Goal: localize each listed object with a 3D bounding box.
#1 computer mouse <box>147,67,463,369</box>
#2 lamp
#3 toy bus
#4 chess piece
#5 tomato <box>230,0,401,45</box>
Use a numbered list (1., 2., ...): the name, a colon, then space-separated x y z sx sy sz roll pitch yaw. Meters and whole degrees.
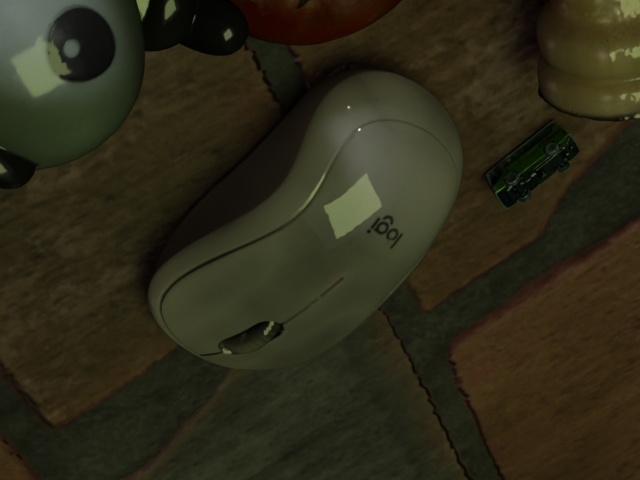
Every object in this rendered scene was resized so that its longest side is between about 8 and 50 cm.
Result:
1. computer mouse: 0.000 0.000 1.483 0.297 0.121 0.184 -46 132 7
2. lamp: -0.182 -0.154 1.240 0.244 0.198 0.198 -27 133 -31
3. toy bus: 0.184 -0.066 1.587 0.083 0.037 0.031 -38 132 2
4. chess piece: 0.227 -0.235 1.433 0.143 0.143 0.261 -22 126 -13
5. tomato: 0.000 -0.233 1.343 0.225 0.085 0.225 -15 131 -18
